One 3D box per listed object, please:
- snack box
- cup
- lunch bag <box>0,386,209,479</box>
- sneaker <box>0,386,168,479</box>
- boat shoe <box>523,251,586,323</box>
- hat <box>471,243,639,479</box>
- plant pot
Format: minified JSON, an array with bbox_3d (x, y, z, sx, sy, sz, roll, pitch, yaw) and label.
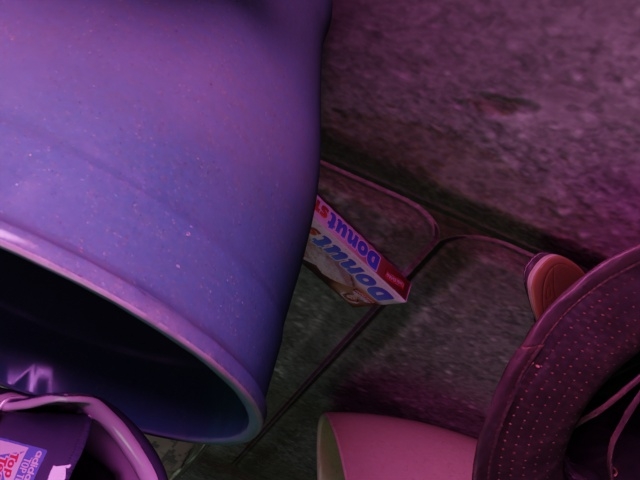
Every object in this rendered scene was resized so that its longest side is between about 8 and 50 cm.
[{"bbox_3d":[0.000,0.000,0.815,0.064,0.022,0.178,-10,139,42],"label":"snack box"},{"bbox_3d":[0.134,0.345,1.086,0.237,0.331,0.331,-5,153,-7],"label":"cup"},{"bbox_3d":[-0.260,0.145,1.071,0.305,0.213,0.256,33,134,-23],"label":"lunch bag"},{"bbox_3d":[-0.215,0.111,0.531,0.282,0.099,0.153,20,162,-17],"label":"sneaker"},{"bbox_3d":[0.189,0.059,0.760,0.049,0.056,0.152,39,169,51],"label":"boat shoe"},{"bbox_3d":[0.238,0.115,0.703,0.331,0.331,0.134,36,-173,-26],"label":"hat"},{"bbox_3d":[-0.114,-0.060,0.532,0.271,0.255,0.272,17,155,8],"label":"plant pot"}]
